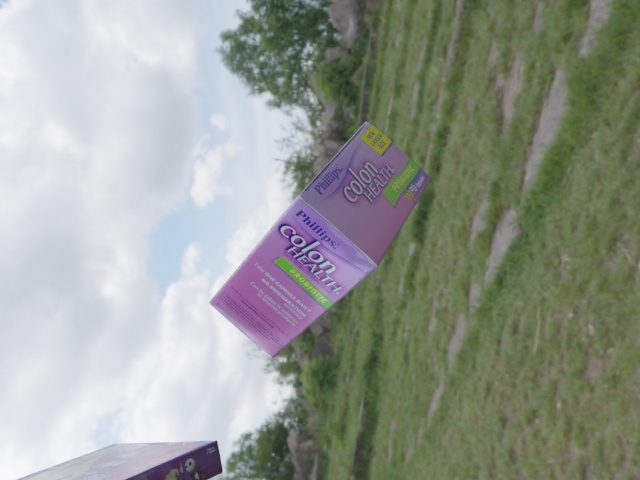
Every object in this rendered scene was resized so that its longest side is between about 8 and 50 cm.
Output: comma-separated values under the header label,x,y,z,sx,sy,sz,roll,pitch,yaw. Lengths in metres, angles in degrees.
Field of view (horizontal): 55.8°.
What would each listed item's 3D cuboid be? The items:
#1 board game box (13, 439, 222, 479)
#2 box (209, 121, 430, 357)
label,x,y,z,sx,sy,sz,roll,pitch,yaw
board game box,-0.300,0.289,0.652,0.346,0.208,0.056,-2,-96,-56
box,0.000,0.000,0.792,0.243,0.117,0.213,-47,3,41
